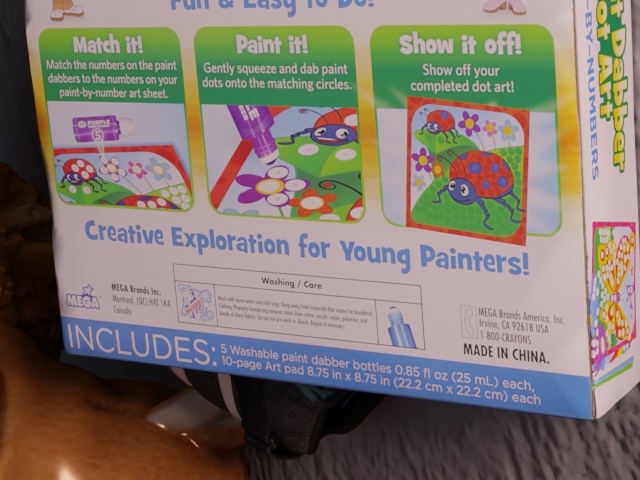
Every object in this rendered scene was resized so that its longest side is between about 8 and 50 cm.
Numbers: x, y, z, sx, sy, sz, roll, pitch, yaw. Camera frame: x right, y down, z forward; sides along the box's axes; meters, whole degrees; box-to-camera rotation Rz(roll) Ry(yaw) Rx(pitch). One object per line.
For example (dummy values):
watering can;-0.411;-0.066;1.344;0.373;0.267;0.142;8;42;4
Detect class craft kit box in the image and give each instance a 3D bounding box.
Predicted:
craft kit box;-0.005;-0.068;0.631;0.249;0.061;0.247;5;110;32

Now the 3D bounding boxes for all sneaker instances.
sneaker;0.000;0.000;0.729;0.121;0.079;0.217;36;132;34

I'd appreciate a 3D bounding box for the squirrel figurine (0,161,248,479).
squirrel figurine;-0.217;0.067;0.884;0.281;0.370;0.397;116;160;-47
